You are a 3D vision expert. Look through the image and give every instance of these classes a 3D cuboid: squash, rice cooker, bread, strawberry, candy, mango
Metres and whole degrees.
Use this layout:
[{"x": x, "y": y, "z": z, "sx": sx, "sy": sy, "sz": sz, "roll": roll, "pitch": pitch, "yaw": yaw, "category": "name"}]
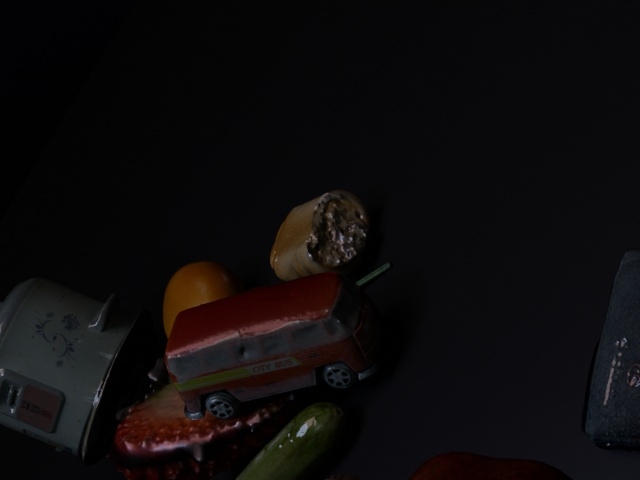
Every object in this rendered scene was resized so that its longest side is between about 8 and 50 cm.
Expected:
[{"x": -0.047, "y": 0.277, "z": 1.563, "sx": 0.239, "sy": 0.069, "sz": 0.069, "roll": -50, "pitch": 29, "yaw": 29, "category": "squash"}, {"x": -0.398, "y": 0.211, "z": 2.068, "sx": 0.316, "sy": 0.317, "sz": 0.264, "roll": -55, "pitch": 4, "yaw": 22, "category": "rice cooker"}, {"x": 0.000, "y": 0.000, "z": 1.697, "sx": 0.177, "sy": 0.084, "sz": 0.119, "roll": -15, "pitch": 54, "yaw": 60, "category": "bread"}, {"x": -0.117, "y": 0.240, "z": 1.654, "sx": 0.306, "sy": 0.137, "sz": 0.233, "roll": -4, "pitch": 34, "yaw": 38, "category": "strawberry"}, {"x": 0.027, "y": 0.069, "z": 1.649, "sx": 0.185, "sy": 0.049, "sz": 0.055, "roll": -34, "pitch": 69, "yaw": 39, "category": "candy"}, {"x": -0.162, "y": 0.120, "z": 1.898, "sx": 0.144, "sy": 0.112, "sz": 0.219, "roll": -56, "pitch": 38, "yaw": 21, "category": "mango"}]

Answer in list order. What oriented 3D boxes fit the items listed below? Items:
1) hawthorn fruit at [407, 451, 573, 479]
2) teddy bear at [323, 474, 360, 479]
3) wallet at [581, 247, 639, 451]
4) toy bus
[{"x": 0.130, "y": 0.255, "z": 0.997, "sx": 0.251, "sy": 0.190, "sz": 0.189, "roll": 127, "pitch": 163, "yaw": -81, "category": "hawthorn fruit"}, {"x": -0.032, "y": 0.412, "z": 1.302, "sx": 0.246, "sy": 0.223, "sz": 0.296, "roll": 80, "pitch": 179, "yaw": -55, "category": "teddy bear"}, {"x": 0.343, "y": 0.080, "z": 0.986, "sx": 0.379, "sy": 0.046, "sz": 0.190, "roll": -9, "pitch": 59, "yaw": 62, "category": "wallet"}, {"x": -0.055, "y": 0.120, "z": 1.536, "sx": 0.265, "sy": 0.119, "sz": 0.121, "roll": -15, "pitch": 33, "yaw": 19, "category": "toy bus"}]
